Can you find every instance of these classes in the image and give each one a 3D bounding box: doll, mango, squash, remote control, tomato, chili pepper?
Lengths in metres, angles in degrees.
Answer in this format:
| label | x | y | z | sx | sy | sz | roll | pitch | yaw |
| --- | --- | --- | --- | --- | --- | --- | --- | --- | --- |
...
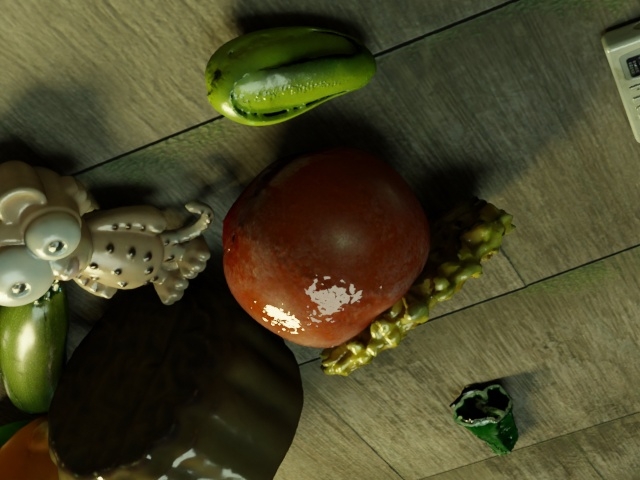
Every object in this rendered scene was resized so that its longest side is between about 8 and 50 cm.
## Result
| label | x | y | z | sx | sy | sz | roll | pitch | yaw |
| --- | --- | --- | --- | --- | --- | --- | --- | --- | --- |
| doll | -0.240 | 0.000 | 1.440 | 0.278 | 0.119 | 0.154 | 7 | 131 | -35 |
| mango | -0.028 | -0.155 | 1.295 | 0.165 | 0.074 | 0.091 | -11 | 144 | -23 |
| squash | -0.327 | 0.111 | 1.614 | 0.087 | 0.087 | 0.331 | -1 | 147 | -13 |
| remote control | 0.344 | -0.161 | 1.426 | 0.087 | 0.029 | 0.190 | -18 | 147 | 13 |
| tomato | 0.000 | 0.000 | 1.430 | 0.184 | 0.208 | 0.208 | 44 | 127 | -11 |
| chili pepper | 0.249 | 0.275 | 2.061 | 0.088 | 0.059 | 0.227 | -11 | 152 | 10 |

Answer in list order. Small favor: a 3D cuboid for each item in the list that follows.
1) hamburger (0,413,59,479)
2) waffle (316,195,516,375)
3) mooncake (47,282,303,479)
| label | x | y | z | sx | sy | sz | roll | pitch | yaw |
| --- | --- | --- | --- | --- | --- | --- | --- | --- | --- |
| hamburger | -0.278 | 0.401 | 1.778 | 0.395 | 0.396 | 0.277 | 10 | 156 | -29 |
| waffle | 0.095 | 0.054 | 1.531 | 0.059 | 0.238 | 0.243 | 45 | 137 | -9 |
| mooncake | -0.167 | 0.184 | 1.587 | 0.290 | 0.290 | 0.161 | -28 | 133 | 26 |
